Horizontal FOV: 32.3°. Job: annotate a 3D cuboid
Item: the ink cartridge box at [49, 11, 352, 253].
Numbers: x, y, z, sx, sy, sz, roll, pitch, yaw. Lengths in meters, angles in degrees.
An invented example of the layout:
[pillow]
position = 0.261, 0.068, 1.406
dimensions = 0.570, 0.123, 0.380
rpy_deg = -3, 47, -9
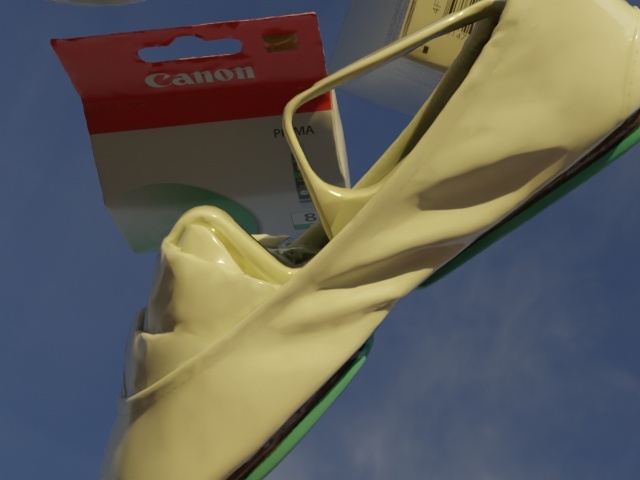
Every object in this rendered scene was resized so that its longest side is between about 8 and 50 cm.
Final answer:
[ink cartridge box]
position = -0.074, -0.067, 0.791
dimensions = 0.180, 0.225, 0.056
rpy_deg = -5, -115, 4

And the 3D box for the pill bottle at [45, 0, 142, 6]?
[pill bottle]
position = -0.128, -0.294, 0.542
dimensions = 0.224, 0.392, 0.224
rpy_deg = 1, -103, -5

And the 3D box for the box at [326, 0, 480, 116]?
[box]
position = 0.090, -0.169, 0.941
dimensions = 0.113, 0.275, 0.094
rpy_deg = 18, -90, -13

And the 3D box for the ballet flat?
[ballet flat]
position = 0.000, 0.000, 0.577
dimensions = 0.400, 0.139, 0.139
rpy_deg = -42, -87, 2
